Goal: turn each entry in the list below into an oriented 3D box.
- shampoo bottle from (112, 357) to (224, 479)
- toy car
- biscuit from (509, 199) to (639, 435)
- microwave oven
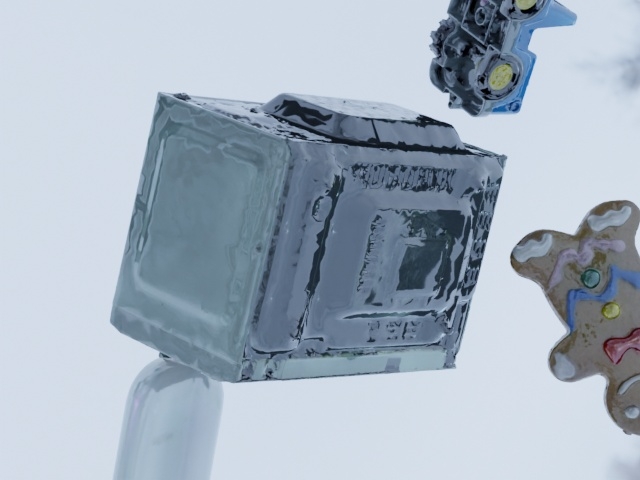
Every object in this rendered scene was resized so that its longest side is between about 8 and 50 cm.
[{"bbox_3d":[-0.134,0.160,1.673,0.108,0.051,0.221,4,-81,-45],"label":"shampoo bottle"},{"bbox_3d":[0.178,-0.209,1.756,0.100,0.097,0.191,-3,-59,-33],"label":"toy car"},{"bbox_3d":[0.256,0.072,1.590,0.138,0.205,0.031,-22,1,-1],"label":"biscuit"},{"bbox_3d":[0.000,0.000,1.589,0.295,0.181,0.237,1,-73,-48],"label":"microwave oven"}]
